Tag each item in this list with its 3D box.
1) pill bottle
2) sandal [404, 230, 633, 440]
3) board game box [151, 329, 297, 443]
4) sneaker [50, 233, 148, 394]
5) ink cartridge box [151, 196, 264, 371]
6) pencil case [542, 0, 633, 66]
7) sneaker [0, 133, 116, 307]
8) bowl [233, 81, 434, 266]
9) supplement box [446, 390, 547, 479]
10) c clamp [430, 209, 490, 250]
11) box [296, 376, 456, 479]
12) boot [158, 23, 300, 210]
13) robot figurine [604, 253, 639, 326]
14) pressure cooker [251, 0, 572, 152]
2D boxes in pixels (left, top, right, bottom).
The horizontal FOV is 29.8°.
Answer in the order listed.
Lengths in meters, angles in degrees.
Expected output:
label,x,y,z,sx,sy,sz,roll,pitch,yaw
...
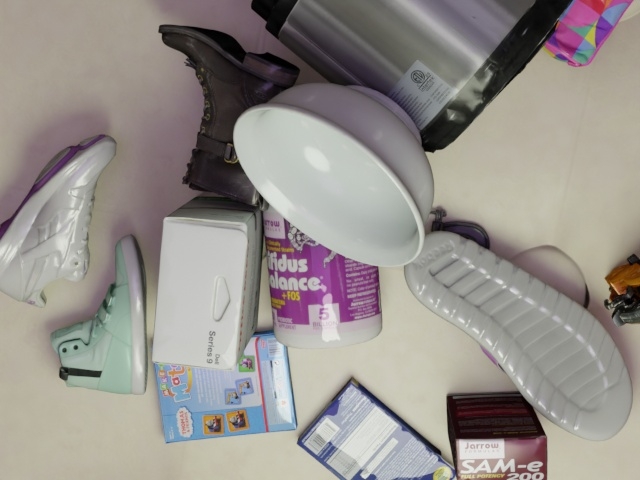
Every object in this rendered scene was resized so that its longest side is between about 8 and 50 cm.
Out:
label,x,y,z,sx,sy,sz,roll,pitch,yaw
pill bottle,0.000,0.000,1.797,0.169,0.169,0.301,-5,97,4
sandal,0.305,0.136,1.836,0.416,0.102,0.169,43,77,3
board game box,-0.151,0.230,1.900,0.212,0.039,0.160,-7,97,3
sneaker,-0.346,0.117,1.865,0.151,0.094,0.255,1,100,-3
ink cartridge box,-0.156,0.053,1.752,0.122,0.289,0.211,5,97,2
pencil case,0.416,-0.365,1.765,0.104,0.104,0.236,37,100,-2
sneaker,-0.395,-0.030,1.860,0.152,0.114,0.305,37,102,-16
bowl,0.040,-0.111,1.593,0.298,0.298,0.134,37,65,-2
supplement box,0.258,0.290,1.784,0.130,0.239,0.073,-3,97,4
c clamp,0.193,0.029,1.868,0.137,0.022,0.160,2,96,-3
box,0.091,0.340,1.902,0.225,0.036,0.136,41,98,-1
boot,-0.160,-0.182,1.759,0.263,0.091,0.229,27,108,26
robot figurine,0.503,0.054,1.716,0.211,0.291,0.085,-37,94,8
pressure cooker,0.108,-0.374,1.642,0.420,0.375,0.370,38,101,-3
